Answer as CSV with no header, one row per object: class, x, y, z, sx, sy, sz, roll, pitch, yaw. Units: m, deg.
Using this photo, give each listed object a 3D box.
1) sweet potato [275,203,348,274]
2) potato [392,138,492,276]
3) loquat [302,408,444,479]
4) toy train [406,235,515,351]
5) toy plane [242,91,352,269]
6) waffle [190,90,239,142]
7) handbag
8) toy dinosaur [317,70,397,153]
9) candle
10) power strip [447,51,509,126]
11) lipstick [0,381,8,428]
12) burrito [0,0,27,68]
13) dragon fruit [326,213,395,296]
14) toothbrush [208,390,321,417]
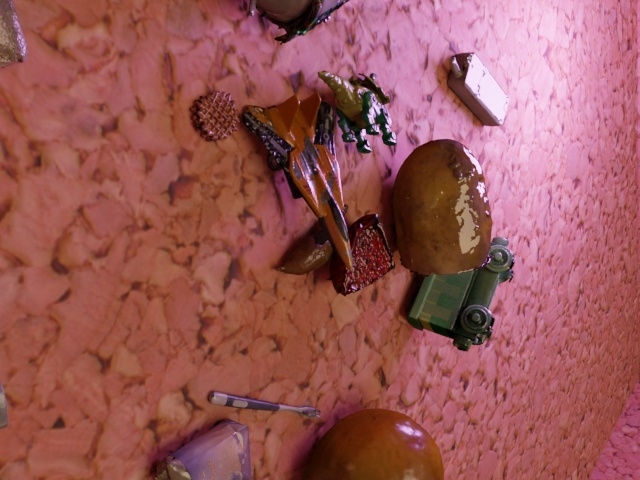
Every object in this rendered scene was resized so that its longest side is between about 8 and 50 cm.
sweet potato,0.004,0.005,1.080,0.226,0.068,0.068,-45,127,-34
potato,0.263,-0.087,1.235,0.229,0.229,0.265,-27,117,-41
loquat,0.112,0.492,1.154,0.284,0.276,0.275,-10,105,-42
toy train,0.346,0.110,1.362,0.300,0.203,0.120,-64,154,-15
toy plane,-0.012,-0.096,0.990,0.204,0.103,0.315,-20,96,-42
waffle,-0.163,-0.196,0.887,0.083,0.029,0.075,-32,120,-41
handbag,-0.195,0.378,0.928,0.173,0.095,0.117,-12,101,-53
toy dinosaur,0.067,-0.251,1.050,0.259,0.094,0.153,-6,83,-60
candle,-0.034,-0.423,0.862,0.330,0.188,0.187,-46,128,-29
power strip,0.392,-0.388,1.418,0.288,0.053,0.093,27,79,-46
lipstick,-0.461,0.213,0.634,0.186,0.057,0.063,-12,107,-42
burrito,-0.376,-0.282,0.635,0.051,0.042,0.171,-36,124,-49
dragon fruit,0.057,0.032,1.112,0.161,0.127,0.120,-31,101,-36
toothbrush,-0.096,0.313,1.060,0.288,0.026,0.024,27,75,-45
